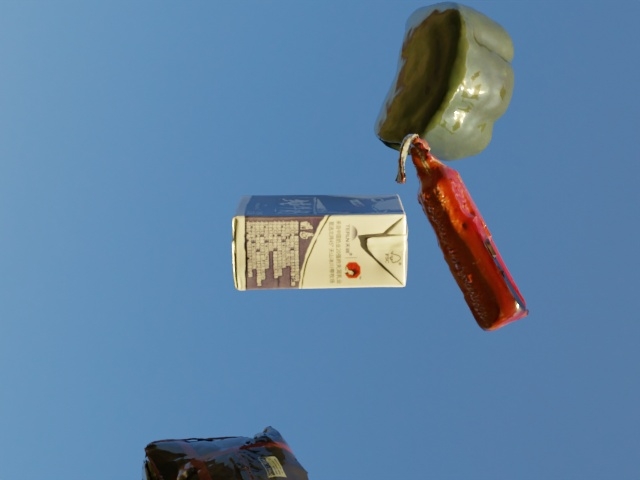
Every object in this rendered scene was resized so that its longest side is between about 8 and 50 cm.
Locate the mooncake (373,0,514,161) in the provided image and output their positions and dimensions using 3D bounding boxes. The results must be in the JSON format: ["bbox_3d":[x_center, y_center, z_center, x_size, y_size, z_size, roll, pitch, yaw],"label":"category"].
[{"bbox_3d":[0.132,-0.169,1.155,0.175,0.104,0.168,-52,-139,28],"label":"mooncake"}]

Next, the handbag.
[{"bbox_3d":[-0.087,0.295,1.099,0.215,0.169,0.155,49,-41,50],"label":"handbag"}]

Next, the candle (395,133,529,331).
[{"bbox_3d":[0.100,-0.005,0.791,0.048,0.053,0.162,-27,-90,-11],"label":"candle"}]

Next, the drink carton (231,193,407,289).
[{"bbox_3d":[0.001,0.000,1.379,0.223,0.134,0.101,0,-78,0],"label":"drink carton"}]
